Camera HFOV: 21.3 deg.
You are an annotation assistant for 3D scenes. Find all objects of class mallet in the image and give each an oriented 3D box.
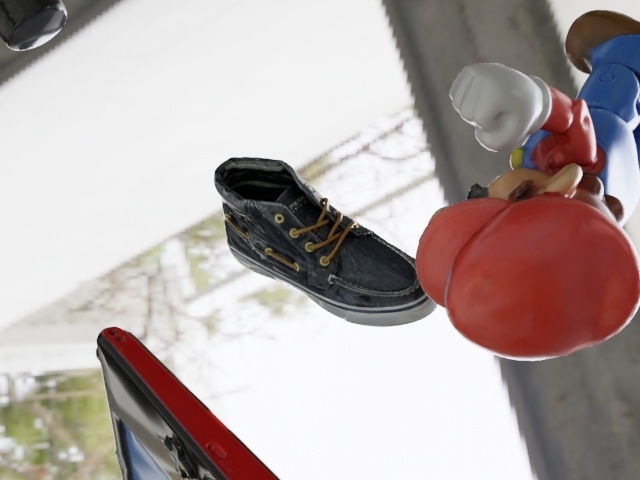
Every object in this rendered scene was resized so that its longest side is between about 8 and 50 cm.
[{"bbox_3d":[-0.203,-0.107,0.825,0.062,0.190,0.039,51,-49,9],"label":"mallet"}]

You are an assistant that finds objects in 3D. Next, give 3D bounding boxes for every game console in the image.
[{"bbox_3d":[-0.097,0.302,1.615,0.342,0.060,0.386,39,-32,33],"label":"game console"}]

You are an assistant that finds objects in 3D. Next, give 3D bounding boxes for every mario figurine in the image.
[{"bbox_3d":[0.143,-0.040,1.165,0.198,0.320,0.170,49,-51,-9],"label":"mario figurine"}]

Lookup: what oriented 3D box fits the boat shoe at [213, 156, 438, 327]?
[{"bbox_3d":[0.000,0.000,1.214,0.183,0.065,0.083,19,-35,30],"label":"boat shoe"}]
